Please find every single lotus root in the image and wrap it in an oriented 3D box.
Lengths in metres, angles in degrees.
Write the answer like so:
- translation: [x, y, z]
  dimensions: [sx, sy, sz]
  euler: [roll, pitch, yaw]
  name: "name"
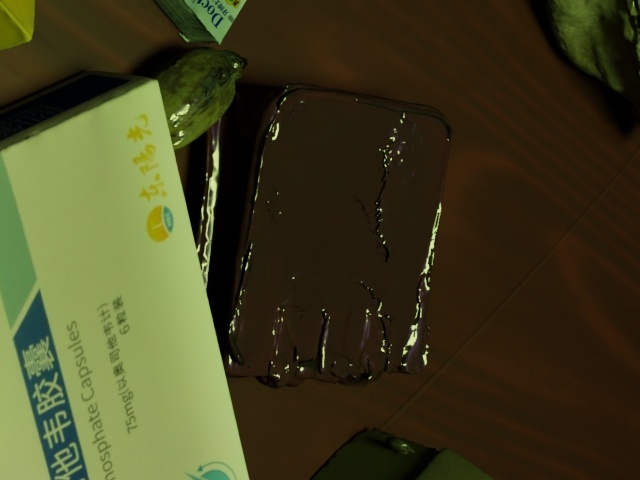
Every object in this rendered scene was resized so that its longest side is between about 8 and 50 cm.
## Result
- translation: [-0.088, -0.096, 1.280]
  dimensions: [0.099, 0.049, 0.054]
  euler: [-42, 149, -28]
  name: "lotus root"

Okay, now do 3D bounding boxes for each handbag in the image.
- translation: [-0.002, -0.001, 1.374]
  dimensions: [0.203, 0.074, 0.216]
  euler: [2, 97, -46]
  name: "handbag"

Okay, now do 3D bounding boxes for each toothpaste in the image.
- translation: [-0.109, -0.193, 1.253]
  dimensions: [0.164, 0.034, 0.046]
  euler: [47, 63, -40]
  name: "toothpaste"

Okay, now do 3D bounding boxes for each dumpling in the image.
- translation: [0.219, -0.200, 1.563]
  dimensions: [0.166, 0.086, 0.332]
  euler: [-74, 149, -58]
  name: "dumpling"

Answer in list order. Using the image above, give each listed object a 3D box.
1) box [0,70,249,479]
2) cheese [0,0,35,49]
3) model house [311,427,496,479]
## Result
- translation: [-0.157, 0.086, 1.229]
  dimensions: [0.200, 0.065, 0.343]
  euler: [-29, 118, -39]
  name: "box"
- translation: [-0.216, -0.192, 1.121]
  dimensions: [0.093, 0.126, 0.171]
  euler: [47, 43, -42]
  name: "cheese"
- translation: [0.092, 0.290, 1.397]
  dimensions: [0.211, 0.243, 0.204]
  euler: [-46, 127, -32]
  name: "model house"
